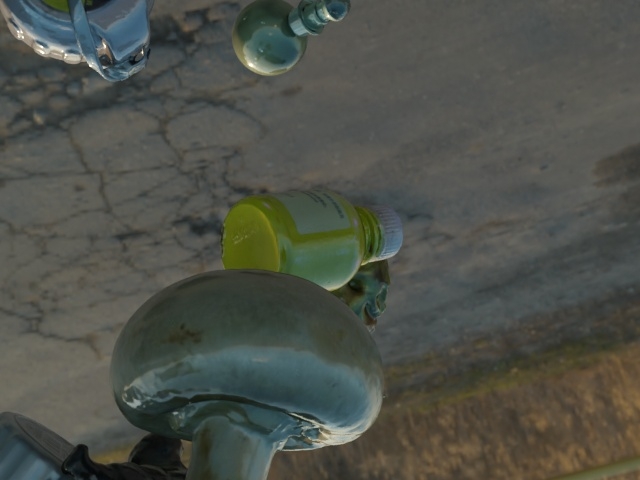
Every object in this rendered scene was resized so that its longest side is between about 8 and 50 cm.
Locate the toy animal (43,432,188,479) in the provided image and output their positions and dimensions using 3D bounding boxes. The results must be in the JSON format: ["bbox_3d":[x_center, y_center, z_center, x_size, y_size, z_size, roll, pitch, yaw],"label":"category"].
[{"bbox_3d":[-0.166,0.252,0.873,0.106,0.168,0.343,-45,178,17],"label":"toy animal"}]

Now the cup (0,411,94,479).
[{"bbox_3d":[-0.283,0.299,0.952,0.221,0.202,0.167,37,171,-7],"label":"cup"}]

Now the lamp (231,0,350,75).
[{"bbox_3d":[-0.029,-0.250,1.161,0.163,0.091,0.091,-14,161,41],"label":"lamp"}]

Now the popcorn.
[{"bbox_3d":[0.014,0.068,1.575,0.189,0.218,0.169,18,171,-42],"label":"popcorn"}]

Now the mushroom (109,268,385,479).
[{"bbox_3d":[-0.058,0.131,0.739,0.207,0.215,0.207,7,154,4],"label":"mushroom"}]

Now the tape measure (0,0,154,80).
[{"bbox_3d":[-0.280,-0.308,1.156,0.197,0.236,0.120,9,171,-14],"label":"tape measure"}]

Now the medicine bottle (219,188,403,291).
[{"bbox_3d":[0.000,0.000,1.159,0.212,0.121,0.122,-8,159,-42],"label":"medicine bottle"}]
